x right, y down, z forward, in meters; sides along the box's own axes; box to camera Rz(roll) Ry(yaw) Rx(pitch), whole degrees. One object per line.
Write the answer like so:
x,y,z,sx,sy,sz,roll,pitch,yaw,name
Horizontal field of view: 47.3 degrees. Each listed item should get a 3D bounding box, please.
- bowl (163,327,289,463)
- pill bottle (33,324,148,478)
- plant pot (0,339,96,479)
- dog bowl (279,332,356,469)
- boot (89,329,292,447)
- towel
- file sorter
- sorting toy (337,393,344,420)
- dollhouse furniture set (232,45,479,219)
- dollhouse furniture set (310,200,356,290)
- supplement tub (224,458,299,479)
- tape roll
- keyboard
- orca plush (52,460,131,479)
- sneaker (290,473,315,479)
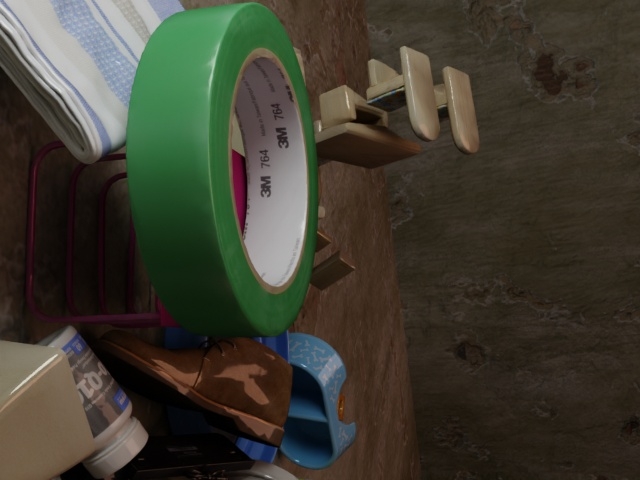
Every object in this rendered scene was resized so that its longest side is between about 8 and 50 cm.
-0.141,0.191,1.171,0.391,0.077,0.392,-4,90,-76,bowl
-0.234,0.158,0.712,0.137,0.078,0.078,57,23,-13,pill bottle
-0.274,0.157,0.615,0.096,0.109,0.109,-44,131,-54,plant pot
-0.028,0.325,1.435,0.074,0.165,0.298,-51,137,-53,dog bowl
-0.150,0.161,0.918,0.305,0.112,0.115,36,65,-40,boot
-0.199,-0.200,0.669,0.209,0.034,0.285,55,28,-12,towel
-0.177,0.003,0.851,0.290,0.182,0.202,28,61,-73,file sorter
-0.006,0.371,1.732,0.348,0.047,0.196,65,30,-55,sorting toy
0.014,-0.131,1.186,0.394,0.362,0.257,6,74,-50,dollhouse furniture set
0.000,0.000,1.632,0.151,0.144,0.123,35,42,-25,dollhouse furniture set
-0.123,0.438,0.878,0.316,0.228,0.229,-60,145,-65,supplement tub
-0.079,-0.066,0.729,0.321,0.077,0.322,-3,90,-75,tape roll
-0.162,0.271,0.894,0.180,0.108,0.023,11,99,-46,keyboard
-0.238,0.269,0.713,0.287,0.102,0.151,-48,133,-70,orca plush
-0.057,0.490,1.292,0.384,0.147,0.145,7,82,-73,sneaker
